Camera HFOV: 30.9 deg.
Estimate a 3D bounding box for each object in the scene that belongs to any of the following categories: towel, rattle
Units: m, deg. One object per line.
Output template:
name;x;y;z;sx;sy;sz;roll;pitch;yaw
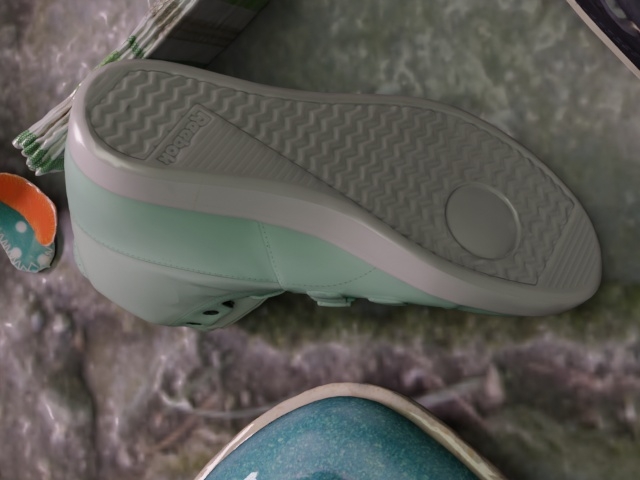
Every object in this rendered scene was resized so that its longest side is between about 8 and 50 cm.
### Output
towel;-0.081;-0.094;0.588;0.152;0.113;0.023;-44;88;11
rattle;-0.231;-0.069;0.673;0.200;0.142;0.130;4;133;7

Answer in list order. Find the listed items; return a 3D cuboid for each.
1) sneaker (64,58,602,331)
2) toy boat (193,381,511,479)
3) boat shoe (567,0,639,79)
sneaker;0.000;-0.001;0.578;0.256;0.151;0.094;15;58;-8
toy boat;-0.009;0.239;0.524;0.318;0.148;0.267;-45;74;12
boat shoe;0.270;-0.033;0.438;0.187;0.156;0.500;-47;75;10
